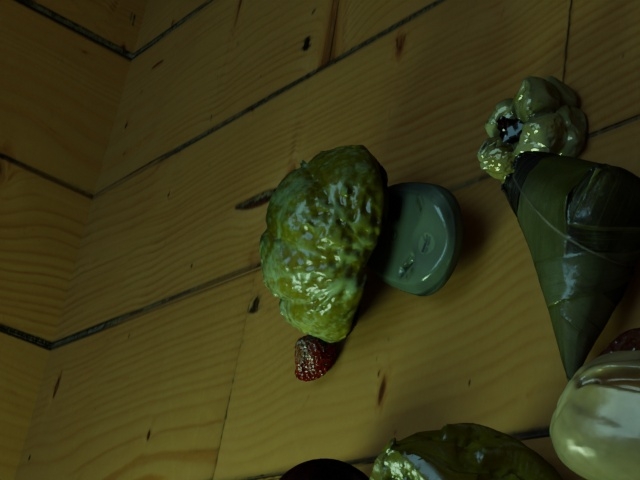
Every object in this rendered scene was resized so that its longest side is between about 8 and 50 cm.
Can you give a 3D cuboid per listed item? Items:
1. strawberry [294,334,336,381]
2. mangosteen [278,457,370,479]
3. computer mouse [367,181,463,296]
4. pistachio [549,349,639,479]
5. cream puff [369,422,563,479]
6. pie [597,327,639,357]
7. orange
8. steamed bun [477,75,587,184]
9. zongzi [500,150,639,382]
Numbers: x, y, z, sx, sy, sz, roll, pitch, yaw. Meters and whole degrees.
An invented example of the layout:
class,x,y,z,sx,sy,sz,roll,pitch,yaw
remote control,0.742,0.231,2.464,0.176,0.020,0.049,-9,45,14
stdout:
class,x,y,z,sx,sy,sz,roll,pitch,yaw
strawberry,-0.015,0.221,2.366,0.096,0.083,0.083,-59,30,15
mangosteen,-0.025,0.460,2.015,0.235,0.261,0.235,-35,43,41
computer mouse,0.169,-0.007,2.236,0.331,0.095,0.197,-158,80,-70
pistachio,0.425,0.232,1.550,0.299,0.187,0.187,5,70,34
cream puff,0.179,0.413,1.728,0.291,0.257,0.324,23,88,59
pie,0.434,0.200,1.705,0.182,0.050,0.182,-38,38,38
orange,0.000,0.000,2.279,0.271,0.210,0.368,-136,58,-69
steamed bun,0.344,-0.192,2.088,0.177,0.106,0.192,-28,44,43
zongzi,0.349,0.030,1.885,0.317,0.154,0.289,-69,22,2
